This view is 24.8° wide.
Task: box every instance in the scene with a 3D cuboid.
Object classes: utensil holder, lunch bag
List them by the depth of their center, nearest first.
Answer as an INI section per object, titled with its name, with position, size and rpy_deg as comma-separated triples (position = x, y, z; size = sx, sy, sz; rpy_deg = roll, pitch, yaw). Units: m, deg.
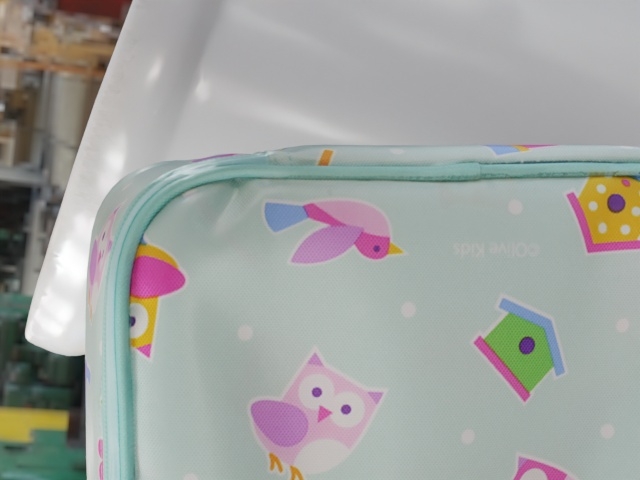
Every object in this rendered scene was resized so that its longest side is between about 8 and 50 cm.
[lunch bag]
position = 0.053, 0.076, 0.548
size = 0.108, 0.279, 0.224
rpy_deg = -172, 83, -77
[utensil holder]
position = 0.063, -0.030, 0.852
size = 0.327, 0.386, 0.327
rpy_deg = -159, 90, -83
